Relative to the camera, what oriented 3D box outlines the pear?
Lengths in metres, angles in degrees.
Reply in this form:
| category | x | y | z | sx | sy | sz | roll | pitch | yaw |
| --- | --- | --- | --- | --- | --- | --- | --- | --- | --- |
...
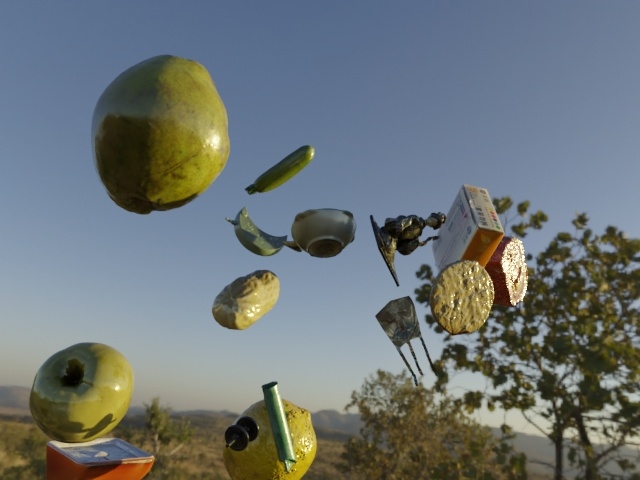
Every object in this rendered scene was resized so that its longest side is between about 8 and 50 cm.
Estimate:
| category | x | y | z | sx | sy | sz | roll | pitch | yaw |
| --- | --- | --- | --- | --- | --- | --- | --- | --- | --- |
| pear | -0.411 | -0.272 | 1.349 | 0.351 | 0.414 | 0.352 | 11 | -7 | 2 |

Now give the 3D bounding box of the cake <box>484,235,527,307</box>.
| category | x | y | z | sx | sy | sz | roll | pitch | yaw |
| --- | --- | --- | --- | --- | --- | --- | --- | --- | --- |
| cake | 0.664 | 0.104 | 1.928 | 0.150 | 0.177 | 0.283 | 9 | -49 | 51 |

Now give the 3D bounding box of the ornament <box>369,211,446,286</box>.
| category | x | y | z | sx | sy | sz | roll | pitch | yaw |
| --- | --- | --- | --- | --- | --- | --- | --- | --- | --- |
| ornament | 0.253 | -0.014 | 1.423 | 0.195 | 0.153 | 0.166 | -24 | -54 | 11 |

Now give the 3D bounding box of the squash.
| category | x | y | z | sx | sy | sz | roll | pitch | yaw |
| --- | --- | --- | --- | --- | --- | --- | --- | --- | --- |
| squash | -0.122 | -0.214 | 1.656 | 0.252 | 0.066 | 0.066 | -34 | -27 | 3 |

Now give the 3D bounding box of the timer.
| category | x | y | z | sx | sy | sz | roll | pitch | yaw |
| --- | --- | --- | --- | --- | --- | --- | --- | --- | --- |
| timer | -0.700 | 0.713 | 1.667 | 0.249 | 0.162 | 0.257 | -18 | -25 | 36 |

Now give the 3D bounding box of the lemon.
| category | x | y | z | sx | sy | sz | roll | pitch | yaw |
| --- | --- | --- | --- | --- | --- | --- | --- | --- | --- |
| lemon | -0.156 | 0.616 | 1.572 | 0.310 | 0.258 | 0.258 | -36 | -29 | 5 |

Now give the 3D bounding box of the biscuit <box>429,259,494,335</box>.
| category | x | y | z | sx | sy | sz | roll | pitch | yaw |
| --- | --- | --- | --- | --- | --- | --- | --- | --- | --- |
| biscuit | 0.217 | 0.087 | 0.805 | 0.120 | 0.120 | 0.015 | 16 | -2 | -23 |

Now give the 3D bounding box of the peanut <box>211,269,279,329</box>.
| category | x | y | z | sx | sy | sz | roll | pitch | yaw |
| --- | --- | --- | --- | --- | --- | --- | --- | --- | --- |
| peanut | -0.223 | 0.178 | 1.662 | 0.152 | 0.152 | 0.313 | -1 | 11 | 23 |

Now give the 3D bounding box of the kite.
| category | x | y | z | sx | sy | sz | roll | pitch | yaw |
| --- | --- | --- | --- | --- | --- | --- | --- | --- | --- |
| kite | 0.320 | 0.352 | 1.883 | 0.169 | 0.310 | 0.015 | -41 | -25 | 28 |

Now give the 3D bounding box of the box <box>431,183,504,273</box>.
| category | x | y | z | sx | sy | sz | roll | pitch | yaw |
| --- | --- | --- | --- | --- | --- | --- | --- | --- | --- |
| box | 0.438 | 0.000 | 1.599 | 0.091 | 0.221 | 0.274 | 9 | -47 | -9 |

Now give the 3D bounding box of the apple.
| category | x | y | z | sx | sy | sz | roll | pitch | yaw |
| --- | --- | --- | --- | --- | --- | --- | --- | --- | --- |
| apple | -0.633 | 0.405 | 1.404 | 0.262 | 0.263 | 0.262 | 7 | -19 | 2 |

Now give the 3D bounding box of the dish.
| category | x | y | z | sx | sy | sz | roll | pitch | yaw |
| --- | --- | --- | --- | --- | --- | --- | --- | --- | --- |
| dish | 0.000 | 0.000 | 1.553 | 0.246 | 0.078 | 0.224 | -29 | -40 | 33 |

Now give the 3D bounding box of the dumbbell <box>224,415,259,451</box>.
| category | x | y | z | sx | sy | sz | roll | pitch | yaw |
| --- | --- | --- | --- | --- | --- | --- | --- | --- | --- |
| dumbbell | -0.202 | 0.498 | 1.359 | 0.069 | 0.070 | 0.147 | 0 | 5 | 20 |

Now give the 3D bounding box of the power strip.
| category | x | y | z | sx | sy | sz | roll | pitch | yaw |
| --- | --- | --- | --- | --- | --- | --- | --- | --- | --- |
| power strip | -0.212 | -0.026 | 1.709 | 0.215 | 0.137 | 0.044 | 34 | -48 | -15 |

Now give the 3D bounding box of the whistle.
| category | x | y | z | sx | sy | sz | roll | pitch | yaw |
| --- | --- | --- | --- | --- | --- | --- | --- | --- | --- |
| whistle | -0.086 | 0.395 | 1.118 | 0.039 | 0.187 | 0.039 | -13 | 4 | 1 |
